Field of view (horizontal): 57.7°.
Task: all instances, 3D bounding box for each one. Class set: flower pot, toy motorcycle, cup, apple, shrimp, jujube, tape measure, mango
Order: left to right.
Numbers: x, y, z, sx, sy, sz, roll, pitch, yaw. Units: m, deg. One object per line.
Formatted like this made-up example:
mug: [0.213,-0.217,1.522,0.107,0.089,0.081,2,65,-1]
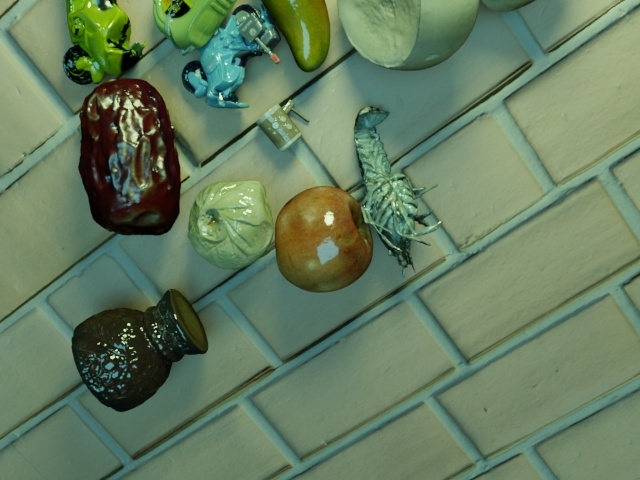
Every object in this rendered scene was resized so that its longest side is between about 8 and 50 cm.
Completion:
toy motorcycle: [-0.501,-0.525,1.332,0.206,0.142,0.342,6,108,1]
jujube: [-0.449,-0.185,1.371,0.259,0.258,0.376,-11,100,7]
flower pot: [-0.452,0.270,1.510,0.267,0.266,0.266,-28,102,2]
tape measure: [-0.293,-0.529,1.321,0.175,0.106,0.200,41,105,22]
toy motorcycle: [-0.198,-0.410,1.350,0.272,0.124,0.182,-41,84,21]
cup: [-0.091,-0.280,1.419,0.099,0.102,0.074,51,142,-11]
mango: [-0.056,-0.527,1.299,0.129,0.146,0.289,-18,111,22]
apple: [0.000,0.000,1.401,0.254,0.253,0.253,1,106,4]
shrimp: [0.169,-0.116,1.395,0.222,0.166,0.410,-19,82,-32]

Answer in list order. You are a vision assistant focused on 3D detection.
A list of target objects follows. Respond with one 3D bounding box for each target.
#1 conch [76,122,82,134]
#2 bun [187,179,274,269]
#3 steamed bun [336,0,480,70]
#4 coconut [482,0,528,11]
conch: [-0.566,-0.266,1.457,0.086,0.056,0.076,13,119,1]
bun: [-0.232,-0.050,1.411,0.244,0.153,0.243,-2,88,39]
steamed bun: [0.189,-0.518,1.206,0.206,0.324,0.324,-26,106,-27]
coconut: [0.408,-0.591,1.195,0.242,0.241,0.241,1,106,4]
